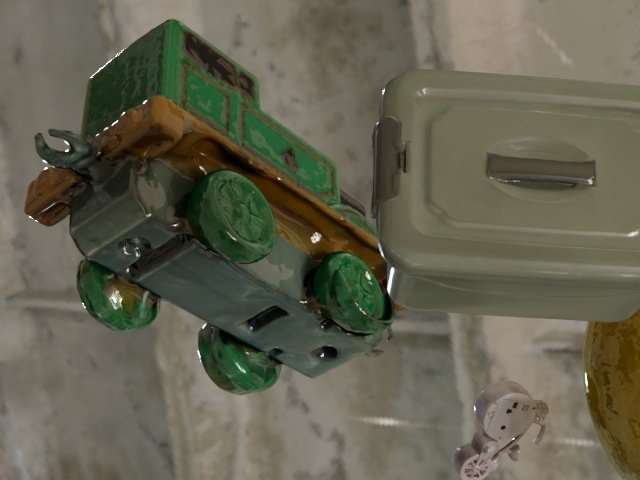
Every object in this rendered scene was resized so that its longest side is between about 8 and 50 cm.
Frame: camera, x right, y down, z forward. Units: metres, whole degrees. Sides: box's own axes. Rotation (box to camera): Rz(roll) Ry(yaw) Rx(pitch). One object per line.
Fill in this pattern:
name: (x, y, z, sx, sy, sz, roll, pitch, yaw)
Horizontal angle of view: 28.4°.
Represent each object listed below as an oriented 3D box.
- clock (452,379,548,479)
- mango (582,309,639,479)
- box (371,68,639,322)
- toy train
clock: (0.202, 0.220, 1.432, 0.129, 0.087, 0.041, -63, -151, 18)
mango: (0.435, 0.079, 1.373, 0.220, 0.301, 0.445, 127, -28, -69)
box: (0.110, -0.017, 0.692, 0.172, 0.124, 0.093, 5, -28, -2)
toy train: (-0.079, -0.024, 1.143, 0.178, 0.429, 0.249, -30, -134, 30)
